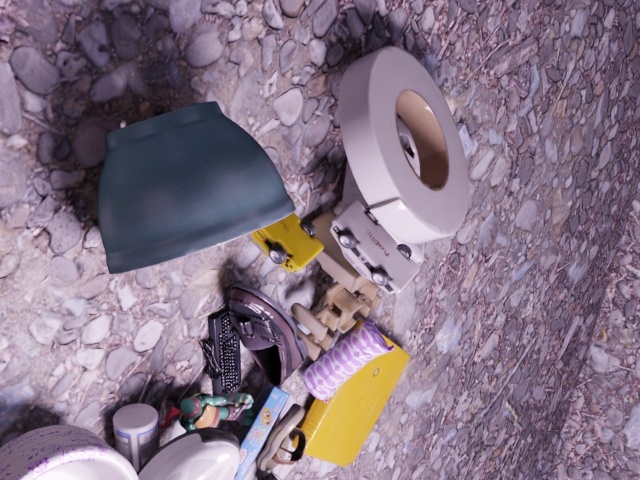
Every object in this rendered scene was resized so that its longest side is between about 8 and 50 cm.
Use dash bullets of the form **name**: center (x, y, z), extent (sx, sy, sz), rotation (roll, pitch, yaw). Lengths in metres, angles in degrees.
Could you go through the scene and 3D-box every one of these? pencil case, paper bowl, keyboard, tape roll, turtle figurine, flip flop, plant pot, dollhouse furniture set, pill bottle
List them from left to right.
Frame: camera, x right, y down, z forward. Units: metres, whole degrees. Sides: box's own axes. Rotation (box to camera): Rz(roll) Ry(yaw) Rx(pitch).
- **paper bowl**: center (-0.433, 0.421, 1.310), extent (0.284, 0.148, 0.284), rotation (-22, 122, -39)
- **pill bottle**: center (-0.321, 0.362, 1.489), extent (0.078, 0.078, 0.137), rotation (-24, 126, -43)
- **plant pot**: center (-0.204, -0.091, 1.259), extent (0.293, 0.293, 0.196), rotation (-25, 101, -42)
- **turtle figurine**: center (-0.206, 0.338, 1.590), extent (0.175, 0.118, 0.234), rotation (-44, 155, -4)
- **keyboard**: center (-0.181, 0.226, 1.628), extent (0.100, 0.038, 0.192), rotation (-28, 128, -41)
- **flip flop**: center (-0.067, 0.422, 1.769), extent (0.112, 0.080, 0.277), rotation (-55, 173, -34)
- **dollhouse furniture set**: center (0.020, 0.083, 1.760), extent (0.212, 0.161, 0.242), rotation (-35, 155, -36)
- **pencil case**: center (0.054, 0.265, 1.835), extent (0.206, 0.088, 0.086), rotation (-41, -175, 17)
- **tape roll**: center (0.171, -0.186, 1.657), extent (0.392, 0.072, 0.391), rotation (31, 51, -47)

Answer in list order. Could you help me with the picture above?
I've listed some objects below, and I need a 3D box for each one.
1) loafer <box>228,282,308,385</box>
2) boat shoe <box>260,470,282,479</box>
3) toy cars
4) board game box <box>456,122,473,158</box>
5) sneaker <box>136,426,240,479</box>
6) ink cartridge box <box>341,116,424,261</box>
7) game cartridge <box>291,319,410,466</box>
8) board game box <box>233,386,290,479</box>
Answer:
- **loafer**: center (-0.104, 0.189, 1.632), extent (0.095, 0.109, 0.302), rotation (-62, 150, -22)
- **boat shoe**: center (-0.104, 0.528, 1.834), extent (0.042, 0.049, 0.133), rotation (-43, 175, -21)
- **toy cars**: center (0.000, 0.000, 1.580), extent (0.394, 0.087, 0.176), rotation (14, 60, -24)
- **board game box**: center (0.330, -0.221, 2.047), extent (0.090, 0.020, 0.090), rotation (-55, 142, -15)
- **sneaker**: center (-0.255, 0.543, 1.416), extent (0.169, 0.257, 0.447), rotation (32, 100, -37)
- **ink cartridge box**: center (0.152, -0.121, 1.840), extent (0.296, 0.066, 0.261), rotation (37, 55, -53)
- **game cartridge**: center (0.078, 0.371, 2.010), extent (0.323, 0.053, 0.285), rotation (-59, 148, -7)
- **board game box**: center (-0.129, 0.398, 1.720), extent (0.211, 0.039, 0.160), rotation (-61, 176, -10)
